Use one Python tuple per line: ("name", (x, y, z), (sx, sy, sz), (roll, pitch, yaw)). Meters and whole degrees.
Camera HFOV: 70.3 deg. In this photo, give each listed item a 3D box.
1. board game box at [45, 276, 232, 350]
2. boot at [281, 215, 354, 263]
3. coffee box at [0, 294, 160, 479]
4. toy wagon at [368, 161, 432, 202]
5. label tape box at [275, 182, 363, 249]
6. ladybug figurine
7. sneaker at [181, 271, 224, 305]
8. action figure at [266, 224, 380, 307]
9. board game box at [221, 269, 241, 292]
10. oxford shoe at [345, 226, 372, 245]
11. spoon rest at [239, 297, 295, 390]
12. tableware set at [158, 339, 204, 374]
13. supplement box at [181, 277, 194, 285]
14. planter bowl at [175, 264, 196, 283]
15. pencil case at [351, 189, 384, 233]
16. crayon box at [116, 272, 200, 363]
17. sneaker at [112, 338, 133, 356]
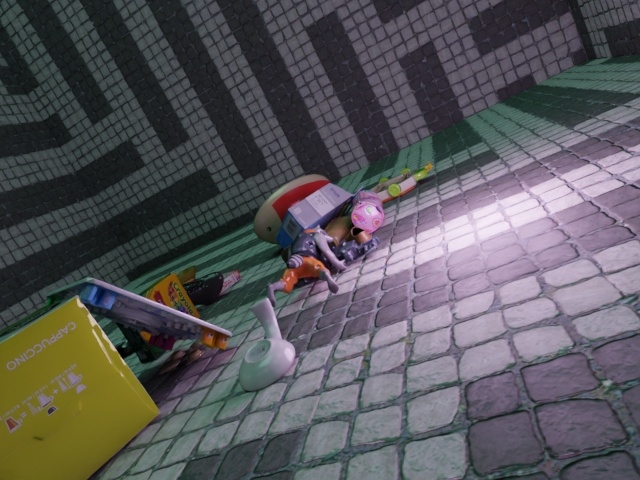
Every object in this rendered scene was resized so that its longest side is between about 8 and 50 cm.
("board game box", (-0.498, 0.217, 1.220), (0.389, 0.389, 0.051), (-15, 53, 46))
("boot", (0.000, 0.000, 1.734), (0.235, 0.089, 0.269), (-12, 17, 21))
("coffee box", (-0.644, 0.363, 1.015), (0.334, 0.338, 0.337), (-15, 18, 46))
("toy wagon", (0.346, -0.251, 2.040), (0.344, 0.068, 0.267), (-20, 15, 30))
("label tape box", (-0.005, -0.110, 1.892), (0.347, 0.115, 0.249), (-38, -12, -31))
("ladybug figurine", (-0.093, -0.131, 2.096), (0.449, 0.305, 0.162), (-35, 53, -17))
("sneaker", (-0.518, 0.213, 1.817), (0.286, 0.109, 0.130), (-34, -31, 2))
("action figure", (-0.004, 0.042, 1.355), (0.341, 0.179, 0.330), (-27, 21, 16))
("board game box", (-0.456, 0.197, 1.992), (0.193, 0.045, 0.146), (-15, 18, 46))
("oxford shoe", (0.125, -0.015, 1.531), (0.076, 0.076, 0.212), (-32, 11, -11))
("spoon rest", (-0.123, 0.242, 1.047), (0.137, 0.084, 0.276), (-28, 25, 6))
("tableware set", (-0.396, 0.338, 1.342), (0.141, 0.020, 0.169), (-26, 11, 2))
("supplement box", (-0.673, 0.269, 2.101), (0.078, 0.080, 0.233), (-17, 14, 43))
("planter bowl", (-0.721, 0.222, 2.364), (0.217, 0.091, 0.217), (-26, 12, 6))
("pencil case", (0.176, -0.117, 1.732), (0.124, 0.124, 0.284), (-25, 12, 12))
("crayon box", (-0.557, 0.253, 1.609), (0.081, 0.202, 0.318), (-21, 14, 26))
("sneaker", (-0.717, 0.397, 1.728), (0.178, 0.072, 0.077), (-37, 24, -3))
